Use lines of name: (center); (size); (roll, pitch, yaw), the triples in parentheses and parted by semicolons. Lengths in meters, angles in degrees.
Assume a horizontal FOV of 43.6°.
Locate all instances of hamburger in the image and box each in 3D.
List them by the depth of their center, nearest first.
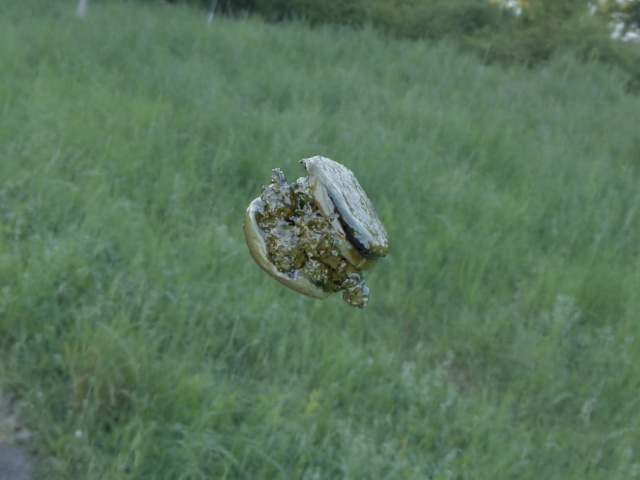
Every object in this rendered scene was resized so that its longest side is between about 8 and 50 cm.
hamburger: (0.000, 0.000, 0.896); (0.185, 0.131, 0.159); (57, 18, 15)
